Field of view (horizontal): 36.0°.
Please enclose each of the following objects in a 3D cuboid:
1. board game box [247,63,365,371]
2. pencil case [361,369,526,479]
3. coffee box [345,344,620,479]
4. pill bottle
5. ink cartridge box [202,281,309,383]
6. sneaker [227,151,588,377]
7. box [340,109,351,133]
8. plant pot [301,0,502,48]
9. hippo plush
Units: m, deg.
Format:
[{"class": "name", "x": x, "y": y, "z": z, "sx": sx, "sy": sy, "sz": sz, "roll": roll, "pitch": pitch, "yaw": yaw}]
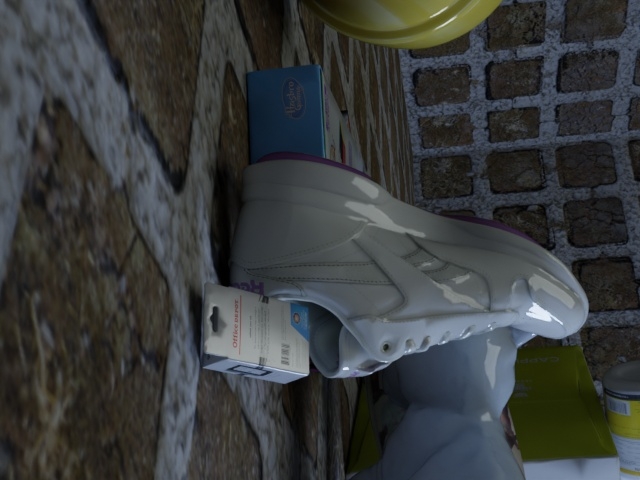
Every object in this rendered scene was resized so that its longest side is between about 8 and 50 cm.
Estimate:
[{"class": "board game box", "x": 0.000, "y": 0.000, "z": 0.941, "sx": 0.316, "sy": 0.064, "sz": 0.242, "roll": 50, "pitch": 37, "yaw": -76}, {"class": "pencil case", "x": 0.129, "y": 0.224, "z": 1.124, "sx": 0.160, "sy": 0.184, "sz": 0.410, "roll": 139, "pitch": -60, "yaw": -71}, {"class": "coffee box", "x": 0.233, "y": 0.370, "z": 1.393, "sx": 0.338, "sy": 0.338, "sz": 0.334, "roll": -69, "pitch": 152, "yaw": -70}, {"class": "pill bottle", "x": 0.428, "y": 0.257, "z": 1.287, "sx": 0.103, "sy": 0.103, "sz": 0.184, "roll": -61, "pitch": 143, "yaw": -75}, {"class": "ink cartridge box", "x": -0.048, "y": 0.060, "z": 0.629, "sx": 0.083, "sy": 0.028, "sz": 0.048, "roll": 18, "pitch": 60, "yaw": -37}, {"class": "sneaker", "x": 0.065, "y": 0.044, "z": 0.754, "sx": 0.114, "sy": 0.305, "sz": 0.152, "roll": -17, "pitch": -122, "yaw": 66}, {"class": "box", "x": 0.028, "y": -0.048, "z": 1.254, "sx": 0.114, "sy": 0.036, "sz": 0.207, "roll": -81, "pitch": 165, "yaw": -57}, {"class": "plant pot", "x": 0.050, "y": -0.314, "z": 0.927, "sx": 0.239, "sy": 0.254, "sz": 0.253, "roll": -17, "pitch": 103, "yaw": -65}, {"class": "hippo plush", "x": 0.090, "y": 0.176, "z": 0.905, "sx": 0.294, "sy": 0.235, "sz": 0.236, "roll": 86, "pitch": 1, "yaw": -72}]
